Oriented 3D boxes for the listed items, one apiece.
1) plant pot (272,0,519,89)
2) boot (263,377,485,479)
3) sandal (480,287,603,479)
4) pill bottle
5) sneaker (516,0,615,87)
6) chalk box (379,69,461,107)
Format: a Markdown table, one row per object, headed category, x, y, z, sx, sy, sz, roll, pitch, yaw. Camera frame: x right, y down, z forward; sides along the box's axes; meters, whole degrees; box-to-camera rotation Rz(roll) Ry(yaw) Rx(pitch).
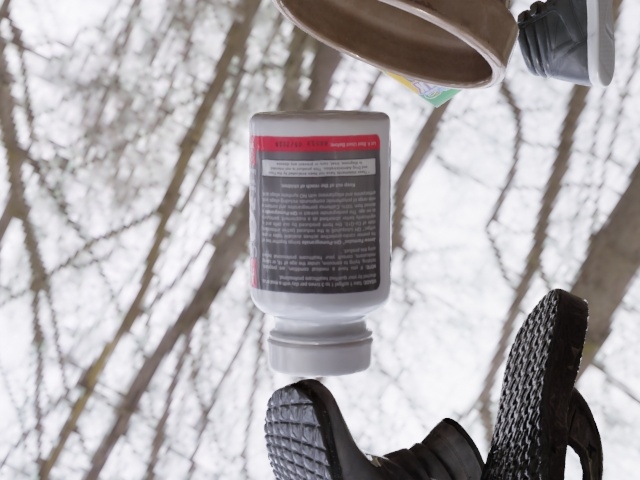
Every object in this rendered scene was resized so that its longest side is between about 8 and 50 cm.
| category | x | y | z | sx | sy | sz | roll | pitch | yaw |
| --- | --- | --- | --- | --- | --- | --- | --- | --- | --- |
| plant pot | 0.104 | -0.310 | 1.613 | 0.263 | 0.229 | 0.263 | 21 | 174 | 2 |
| boot | 0.075 | 0.257 | 1.765 | 0.222 | 0.338 | 0.118 | -32 | -148 | -28 |
| sandal | 0.251 | 0.237 | 1.690 | 0.107 | 0.167 | 0.446 | 27 | -131 | -8 |
| pill bottle | 0.000 | 0.000 | 1.927 | 0.176 | 0.318 | 0.176 | 0 | -174 | 0 |
| sneaker | 0.367 | -0.379 | 2.381 | 0.147 | 0.296 | 0.104 | 2 | -176 | 30 |
| chalk box | 0.154 | -0.275 | 2.026 | 0.213 | 0.132 | 0.132 | 31 | -134 | -29 |
